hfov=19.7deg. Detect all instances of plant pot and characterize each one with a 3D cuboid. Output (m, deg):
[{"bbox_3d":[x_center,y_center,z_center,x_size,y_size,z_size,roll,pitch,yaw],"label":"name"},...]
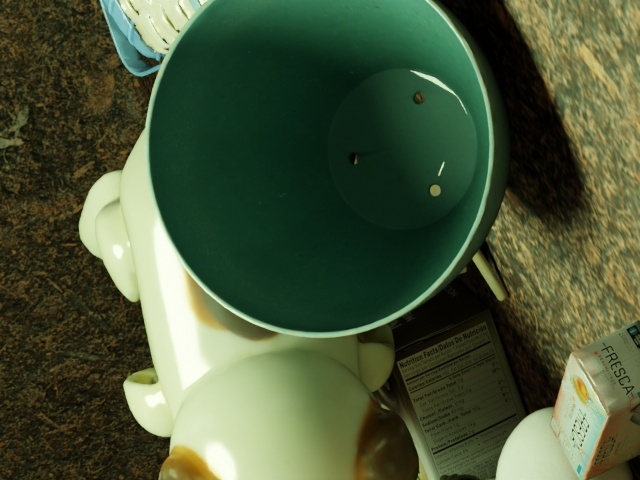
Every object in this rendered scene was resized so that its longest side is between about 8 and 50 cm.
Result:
[{"bbox_3d":[0.033,-0.075,1.480,0.290,0.290,0.195,64,-157,9],"label":"plant pot"}]

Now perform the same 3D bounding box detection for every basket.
[{"bbox_3d":[-0.169,-0.314,1.997,0.289,0.201,0.255,-6,110,48],"label":"basket"}]

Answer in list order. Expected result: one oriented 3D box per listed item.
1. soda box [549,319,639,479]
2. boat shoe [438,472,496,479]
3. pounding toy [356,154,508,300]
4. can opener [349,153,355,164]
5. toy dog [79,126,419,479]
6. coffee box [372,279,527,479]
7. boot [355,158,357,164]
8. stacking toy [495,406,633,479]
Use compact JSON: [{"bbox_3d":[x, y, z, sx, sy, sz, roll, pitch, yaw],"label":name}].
[{"bbox_3d":[0.225,0.128,1.430,0.058,0.063,0.183,62,171,21],"label":"soda box"},{"bbox_3d":[0.135,0.272,1.763,0.302,0.109,0.094,-10,64,61],"label":"boat shoe"},{"bbox_3d":[0.102,-0.021,1.710,0.130,0.100,0.141,76,177,-48],"label":"pounding toy"},{"bbox_3d":[0.047,-0.147,1.790,0.283,0.076,0.095,96,180,-74],"label":"can opener"},{"bbox_3d":[-0.044,0.093,1.689,0.395,0.284,0.408,110,150,-61],"label":"toy dog"},{"bbox_3d":[0.139,0.192,1.911,0.168,0.119,0.297,-135,23,-67],"label":"coffee box"},{"bbox_3d":[0.000,0.000,2.047,0.077,0.213,0.165,-25,-87,-58],"label":"boot"},{"bbox_3d":[0.237,0.370,1.507,0.350,0.350,0.480,103,160,-76],"label":"stacking toy"}]
